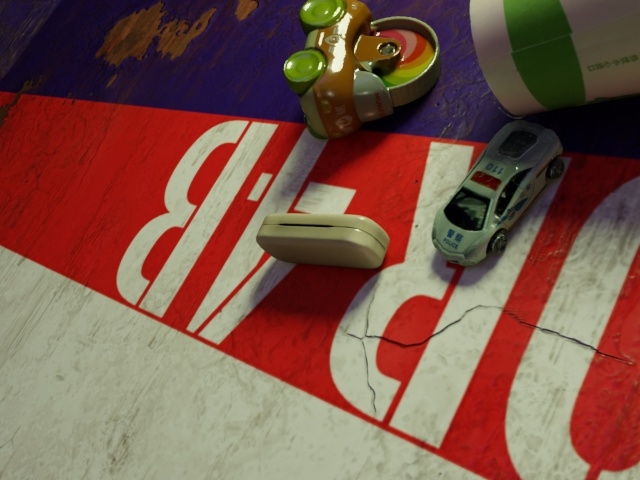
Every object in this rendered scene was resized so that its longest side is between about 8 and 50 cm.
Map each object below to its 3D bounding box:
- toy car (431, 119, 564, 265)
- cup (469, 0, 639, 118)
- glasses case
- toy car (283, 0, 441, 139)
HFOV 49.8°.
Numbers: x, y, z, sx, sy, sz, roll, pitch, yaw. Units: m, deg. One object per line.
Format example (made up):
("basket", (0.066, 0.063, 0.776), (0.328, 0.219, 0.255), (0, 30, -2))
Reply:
("toy car", (0.214, -0.060, 0.849), (0.205, 0.056, 0.095), (-50, 45, -6))
("cup", (0.332, -0.267, 0.788), (0.274, 0.253, 0.253), (-10, 54, 39))
("glasses case", (0.000, 0.000, 0.946), (0.196, 0.083, 0.050), (3, 60, 37))
("toy car", (0.074, -0.267, 1.062), (0.235, 0.145, 0.235), (-8, 59, 13))
